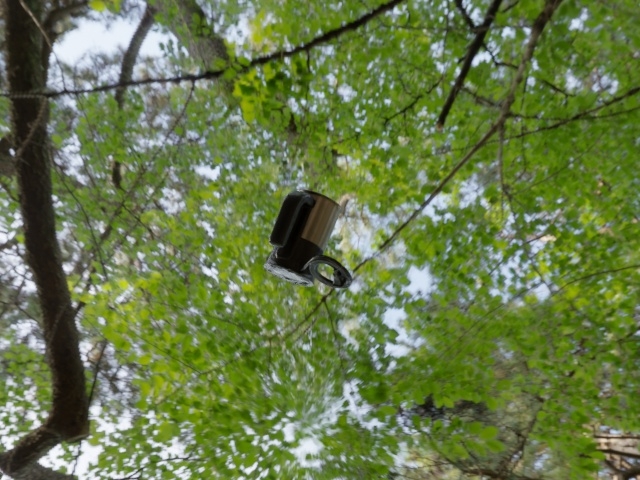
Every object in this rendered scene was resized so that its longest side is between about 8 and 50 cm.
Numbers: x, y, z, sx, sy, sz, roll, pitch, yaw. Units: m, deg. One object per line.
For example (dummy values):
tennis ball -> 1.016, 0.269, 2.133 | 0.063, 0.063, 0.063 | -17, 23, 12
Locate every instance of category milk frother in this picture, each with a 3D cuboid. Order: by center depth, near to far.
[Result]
milk frother -> 0.000, 0.000, 1.032 | 0.143, 0.129, 0.134 | 19, -106, 10

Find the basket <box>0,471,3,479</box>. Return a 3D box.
basket -> -0.587, 0.435, 0.988 | 0.154, 0.204, 0.226 | 19, -113, 8
